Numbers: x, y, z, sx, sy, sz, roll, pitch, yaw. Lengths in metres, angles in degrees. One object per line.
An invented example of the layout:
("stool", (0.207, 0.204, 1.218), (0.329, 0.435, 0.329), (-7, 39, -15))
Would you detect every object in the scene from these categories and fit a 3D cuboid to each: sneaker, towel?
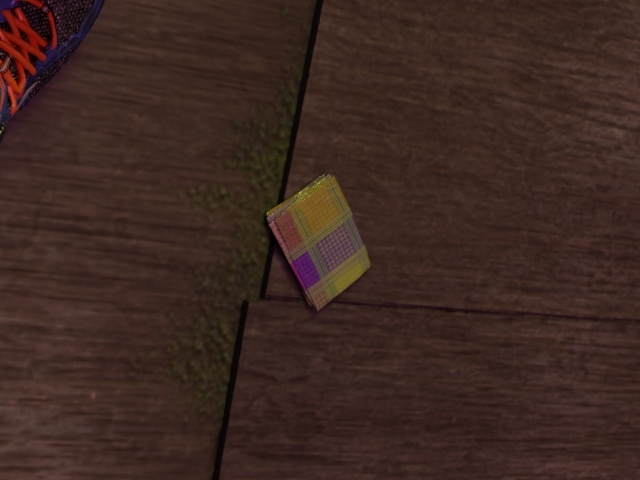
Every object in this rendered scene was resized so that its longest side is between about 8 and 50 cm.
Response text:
("sneaker", (-0.194, -0.086, 0.937), (0.221, 0.087, 0.083), (-50, 124, -13))
("towel", (0.000, 0.000, 1.137), (0.060, 0.009, 0.083), (-38, 121, -21))
